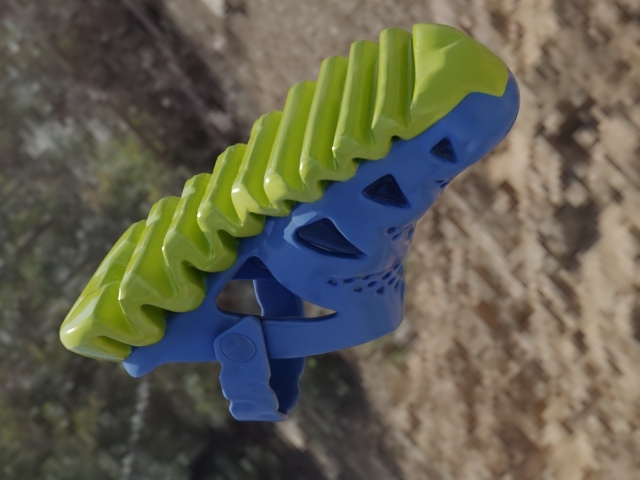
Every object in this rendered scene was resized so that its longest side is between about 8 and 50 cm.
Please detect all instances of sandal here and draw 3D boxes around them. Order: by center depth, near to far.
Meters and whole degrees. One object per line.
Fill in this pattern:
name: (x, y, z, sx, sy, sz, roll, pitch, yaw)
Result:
sandal: (0.000, 0.000, 1.053, 0.138, 0.317, 0.126, 42, -140, -15)
